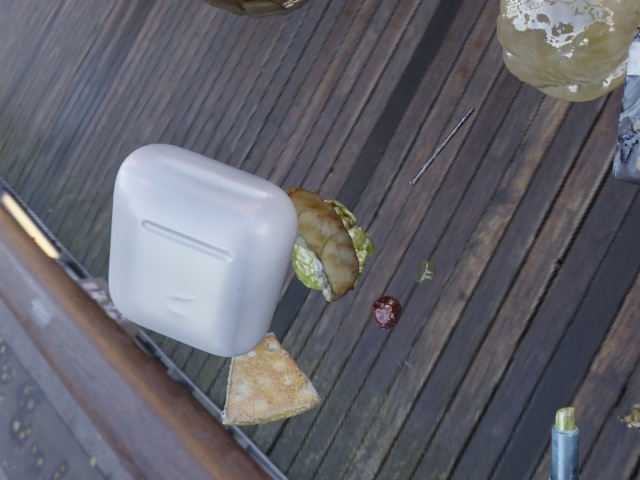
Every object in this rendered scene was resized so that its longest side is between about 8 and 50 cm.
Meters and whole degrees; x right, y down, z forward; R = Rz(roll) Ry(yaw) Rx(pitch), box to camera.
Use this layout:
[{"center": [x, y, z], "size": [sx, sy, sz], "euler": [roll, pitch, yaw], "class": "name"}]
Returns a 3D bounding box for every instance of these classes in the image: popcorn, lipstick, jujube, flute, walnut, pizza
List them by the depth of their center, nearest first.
[{"center": [0.235, 0.210, 0.656], "size": [0.037, 0.037, 0.116], "euler": [7, 109, 42], "class": "lipstick"}, {"center": [-0.101, 0.289, 1.419], "size": [0.204, 0.080, 0.188], "euler": [2, 73, -6], "class": "pizza"}, {"center": [0.274, -0.213, 1.508], "size": [0.014, 0.014, 0.269], "euler": [14, 54, 43], "class": "flute"}, {"center": [0.584, -0.488, 1.509], "size": [0.381, 0.381, 0.381], "euler": [-18, 59, 33], "class": "walnut"}, {"center": [0.155, 0.170, 1.608], "size": [0.077, 0.129, 0.077], "euler": [0, 91, 8], "class": "jujube"}, {"center": [0.032, 0.019, 1.793], "size": [0.259, 0.212, 0.259], "euler": [-60, 9, 16], "class": "popcorn"}]

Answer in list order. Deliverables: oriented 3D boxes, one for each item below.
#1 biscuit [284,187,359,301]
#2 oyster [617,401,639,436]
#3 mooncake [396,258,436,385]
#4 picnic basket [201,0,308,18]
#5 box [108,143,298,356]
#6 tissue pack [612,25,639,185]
[{"center": [0.001, -0.004, 1.488], "size": [0.045, 0.299, 0.154], "euler": [-4, 40, 37], "class": "biscuit"}, {"center": [0.469, 0.244, 0.919], "size": [0.129, 0.345, 0.078], "euler": [16, 91, 22], "class": "oyster"}, {"center": [0.226, 0.204, 1.649], "size": [0.057, 0.346, 0.150], "euler": [7, 47, 1], "class": "mooncake"}, {"center": [-0.007, -0.347, 0.632], "size": [0.337, 0.293, 0.337], "euler": [-10, 74, 39], "class": "picnic basket"}, {"center": [-0.196, 0.025, 1.091], "size": [0.141, 0.289, 0.349], "euler": [-62, -8, -51], "class": "box"}, {"center": [0.508, -0.134, 0.675], "size": [0.370, 0.210, 0.198], "euler": [26, 131, 50], "class": "tissue pack"}]
